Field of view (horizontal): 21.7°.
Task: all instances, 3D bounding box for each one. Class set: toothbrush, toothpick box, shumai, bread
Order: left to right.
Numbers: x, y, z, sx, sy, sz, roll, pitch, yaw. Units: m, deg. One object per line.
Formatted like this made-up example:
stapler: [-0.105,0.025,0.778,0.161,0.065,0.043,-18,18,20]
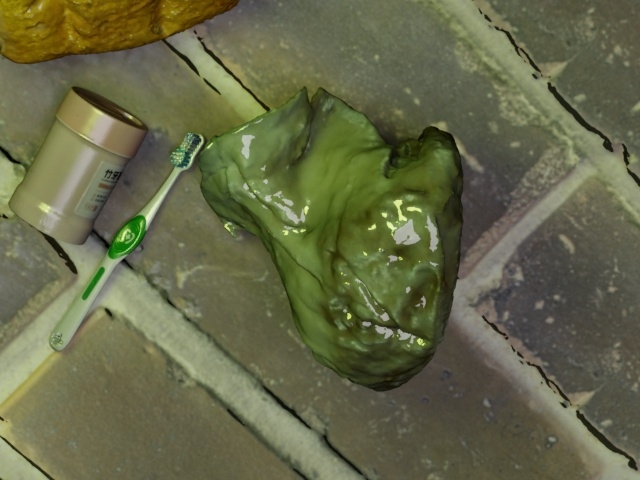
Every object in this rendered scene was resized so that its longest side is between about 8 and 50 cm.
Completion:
toothpick box: [-0.267,-0.082,1.842,0.098,0.098,0.149,28,99,-16]
bread: [-0.224,-0.310,1.669,0.337,0.328,0.148,-13,69,-9]
toothbrush: [-0.222,0.003,1.913,0.030,0.030,0.304,32,100,-16]
shumai: [0.000,0.000,1.844,0.288,0.292,0.330,7,125,-4]
